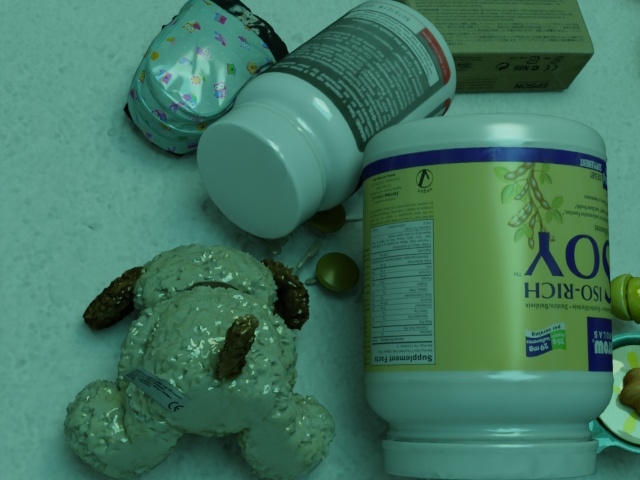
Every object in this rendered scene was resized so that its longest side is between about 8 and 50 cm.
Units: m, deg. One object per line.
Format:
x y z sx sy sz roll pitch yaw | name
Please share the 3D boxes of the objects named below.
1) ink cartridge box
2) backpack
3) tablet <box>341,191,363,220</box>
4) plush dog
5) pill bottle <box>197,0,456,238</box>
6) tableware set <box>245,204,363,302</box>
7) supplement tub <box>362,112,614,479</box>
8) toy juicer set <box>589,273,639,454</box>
0.194 -0.283 1.547 0.235 0.088 0.193 -3 62 -18 | ink cartridge box
-0.134 -0.185 1.378 0.152 0.115 0.182 36 60 2 | backpack
0.014 -0.058 1.417 0.054 0.006 0.083 -6 64 -20 | tablet
-0.111 0.089 1.209 0.262 0.210 0.225 2 38 -15 | plush dog
0.008 -0.132 1.346 0.161 0.161 0.283 43 51 8 | pill bottle
0.000 0.000 1.370 0.154 0.024 0.104 31 58 5 | tableware set
0.161 0.059 1.221 0.241 0.241 0.331 1 83 -16 | supplement tub
0.328 0.130 1.336 0.329 0.089 0.209 -9 66 -8 | toy juicer set
